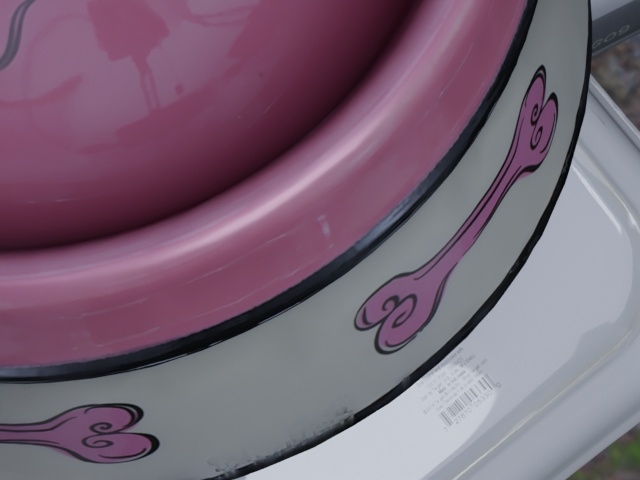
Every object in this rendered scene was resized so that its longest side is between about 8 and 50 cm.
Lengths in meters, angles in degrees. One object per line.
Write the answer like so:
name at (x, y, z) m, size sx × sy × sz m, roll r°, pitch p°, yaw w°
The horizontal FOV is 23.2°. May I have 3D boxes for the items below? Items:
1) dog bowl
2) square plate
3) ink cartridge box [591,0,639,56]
dog bowl at (-0.096, -0.115, 0.583) m, size 0.408 × 0.150 × 0.408 m, roll -1°, pitch 70°, yaw 3°
square plate at (0.000, 0.000, 0.763) m, size 0.347 × 0.049 × 0.344 m, roll -37°, pitch 86°, yaw -10°
ink cartridge box at (-0.047, -0.211, 0.732) m, size 0.308 × 0.091 × 0.385 m, roll -27°, pitch 75°, yaw -6°
